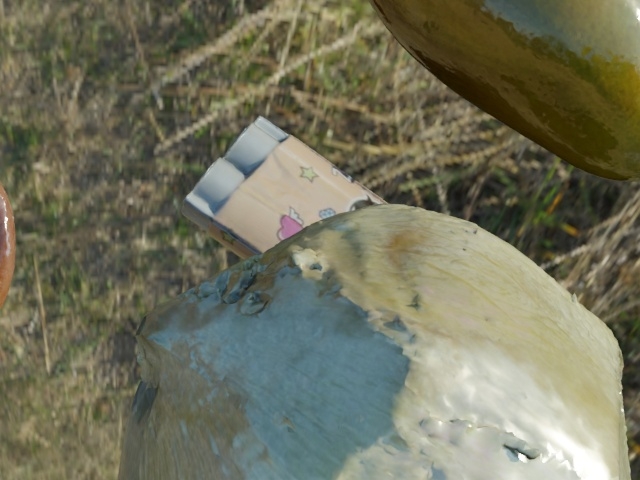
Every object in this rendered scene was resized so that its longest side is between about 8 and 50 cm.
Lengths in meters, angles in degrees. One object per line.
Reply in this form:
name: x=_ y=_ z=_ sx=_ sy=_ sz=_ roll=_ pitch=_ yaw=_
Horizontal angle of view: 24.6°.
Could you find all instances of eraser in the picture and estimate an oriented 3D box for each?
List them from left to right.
eraser: x=0.000 y=0.000 z=1.655 sx=0.290 sy=0.087 sz=0.171 roll=35 pitch=50 yaw=4

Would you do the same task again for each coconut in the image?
coconut: x=0.025 y=0.157 z=1.075 sx=0.404 sy=0.405 sz=0.405 roll=3 pitch=64 yaw=-6

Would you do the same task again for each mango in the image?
mango: x=0.084 y=-0.094 z=0.588 sx=0.163 sy=0.111 sz=0.089 roll=40 pitch=81 yaw=17

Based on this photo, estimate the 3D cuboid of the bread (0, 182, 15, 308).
bread: x=-0.393 y=0.025 z=1.417 sx=0.190 sy=0.123 sz=0.244 roll=4 pitch=93 yaw=-13
